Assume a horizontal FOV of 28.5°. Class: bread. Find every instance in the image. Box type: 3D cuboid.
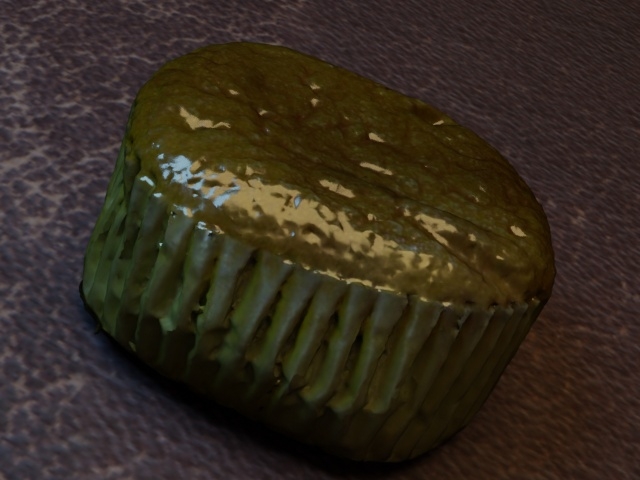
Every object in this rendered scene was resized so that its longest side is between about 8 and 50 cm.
[{"bbox_3d":[0.000,0.000,0.715,0.254,0.142,0.227,21,30,1],"label":"bread"}]
